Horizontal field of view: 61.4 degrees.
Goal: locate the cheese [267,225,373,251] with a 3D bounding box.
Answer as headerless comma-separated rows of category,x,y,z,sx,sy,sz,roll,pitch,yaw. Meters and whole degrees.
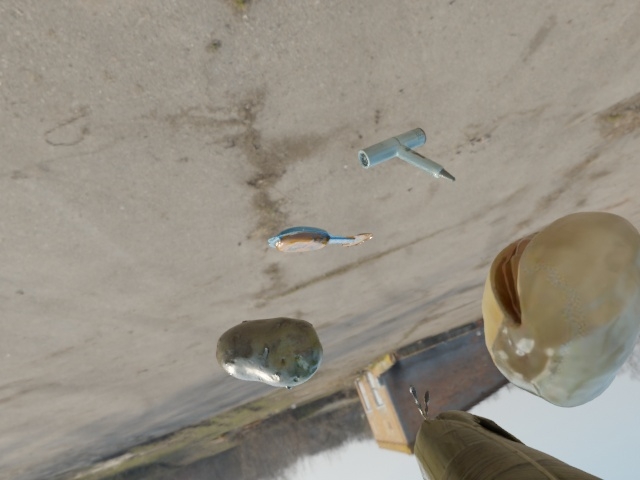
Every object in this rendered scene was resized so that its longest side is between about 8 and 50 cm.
cheese,0.000,-0.001,0.507,0.111,0.017,0.047,0,164,-34

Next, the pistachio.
pistachio,0.364,0.092,0.796,0.309,0.230,0.230,-49,-179,-34

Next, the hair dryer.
hair dryer,0.188,-0.155,1.087,0.154,0.183,0.044,-25,138,-20

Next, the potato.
potato,-0.119,0.255,1.264,0.262,0.165,0.165,3,171,21

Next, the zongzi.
zongzi,0.476,0.535,1.250,0.466,0.218,0.500,3,-166,-15
